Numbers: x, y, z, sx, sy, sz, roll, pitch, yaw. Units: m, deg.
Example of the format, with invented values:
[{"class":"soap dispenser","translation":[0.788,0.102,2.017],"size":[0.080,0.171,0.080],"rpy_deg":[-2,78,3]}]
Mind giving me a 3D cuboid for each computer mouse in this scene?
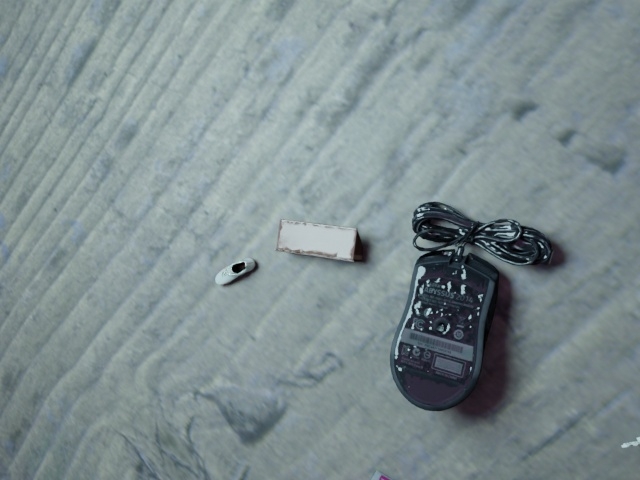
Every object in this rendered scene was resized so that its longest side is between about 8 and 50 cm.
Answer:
[{"class":"computer mouse","translation":[0.185,0.096,0.691],"size":[0.189,0.072,0.272],"rpy_deg":[18,85,24]}]

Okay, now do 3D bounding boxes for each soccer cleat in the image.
[{"class":"soccer cleat","translation":[-0.146,0.052,0.840],"size":[0.083,0.036,0.029],"rpy_deg":[-25,81,21]}]

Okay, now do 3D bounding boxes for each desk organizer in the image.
[{"class":"desk organizer","translation":[0.000,0.000,0.774],"size":[0.130,0.047,0.050],"rpy_deg":[8,91,22]}]

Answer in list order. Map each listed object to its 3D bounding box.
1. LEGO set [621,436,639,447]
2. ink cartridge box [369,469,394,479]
[{"class":"LEGO set","translation":[0.458,0.200,0.539],"size":[0.182,0.060,0.244],"rpy_deg":[29,104,53]},{"class":"ink cartridge box","translation":[0.108,0.521,0.725],"size":[0.186,0.065,0.310],"rpy_deg":[20,99,22]}]
